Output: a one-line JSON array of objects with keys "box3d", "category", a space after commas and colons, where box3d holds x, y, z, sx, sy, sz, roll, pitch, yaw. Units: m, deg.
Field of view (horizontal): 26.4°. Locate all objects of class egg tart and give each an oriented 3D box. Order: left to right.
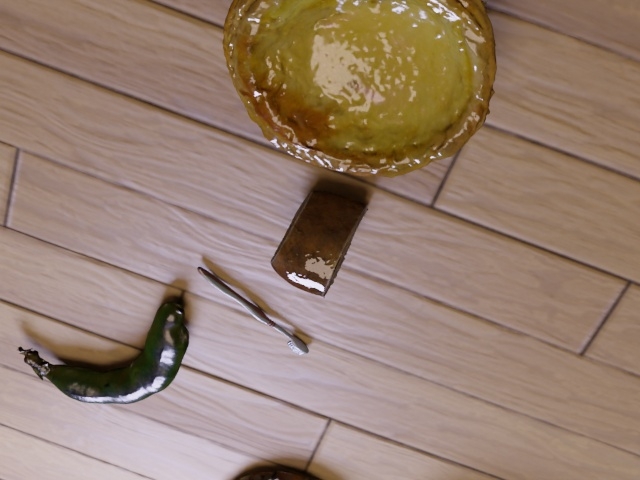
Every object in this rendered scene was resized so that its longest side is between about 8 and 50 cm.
[{"box3d": [0.046, -0.198, 1.413, 0.294, 0.123, 0.294, 8, 129, 10], "category": "egg tart"}]

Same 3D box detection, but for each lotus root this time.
[{"box3d": [0.001, -0.001, 1.608, 0.081, 0.122, 0.112, 29, 158, -2], "category": "lotus root"}]

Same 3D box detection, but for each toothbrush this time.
[{"box3d": [-0.089, 0.093, 1.789, 0.193, 0.013, 0.019, 40, 138, -21], "category": "toothbrush"}]

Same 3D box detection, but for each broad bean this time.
[{"box3d": [-0.278, 0.168, 1.889, 0.292, 0.049, 0.144, -17, 124, 29], "category": "broad bean"}]

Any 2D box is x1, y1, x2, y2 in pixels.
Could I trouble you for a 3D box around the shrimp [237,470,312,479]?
[{"box3d": [-0.046, 0.460, 2.084, 0.222, 0.054, 0.290, -18, 121, 28], "category": "shrimp"}]
